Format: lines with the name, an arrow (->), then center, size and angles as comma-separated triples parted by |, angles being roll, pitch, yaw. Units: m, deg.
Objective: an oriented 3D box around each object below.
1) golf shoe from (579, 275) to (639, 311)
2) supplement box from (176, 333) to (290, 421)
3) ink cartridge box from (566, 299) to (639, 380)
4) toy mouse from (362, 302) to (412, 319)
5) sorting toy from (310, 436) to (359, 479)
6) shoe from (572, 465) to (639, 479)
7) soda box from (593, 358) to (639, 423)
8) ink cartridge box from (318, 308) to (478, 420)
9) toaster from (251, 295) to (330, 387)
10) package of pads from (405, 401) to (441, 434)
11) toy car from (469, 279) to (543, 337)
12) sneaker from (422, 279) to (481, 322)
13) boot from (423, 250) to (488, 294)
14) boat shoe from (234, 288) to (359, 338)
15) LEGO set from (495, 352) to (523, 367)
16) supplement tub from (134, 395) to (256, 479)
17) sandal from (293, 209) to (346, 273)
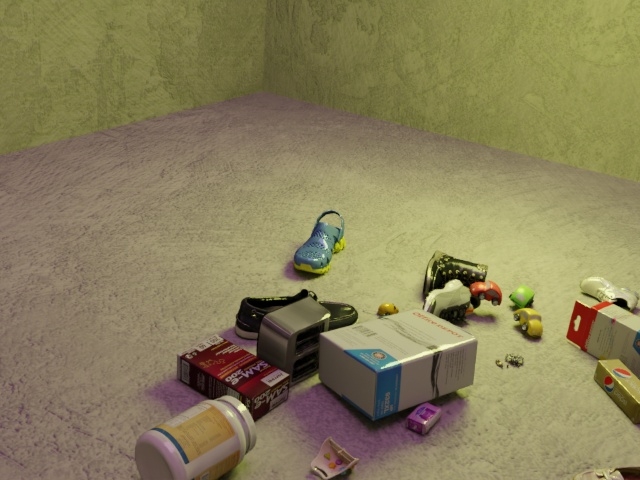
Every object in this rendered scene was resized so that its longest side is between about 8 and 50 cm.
golf shoe -> 0.877, 0.165, 2.179 | 0.176, 0.069, 0.086 | 17, 33, 27
supplement box -> -0.202, 0.312, 1.634 | 0.239, 0.073, 0.130 | 22, 29, 31
ink cartridge box -> 0.777, 0.252, 1.881 | 0.078, 0.134, 0.231 | -14, 31, -34
toy mouse -> 0.215, 0.214, 1.976 | 0.161, 0.031, 0.143 | -1, 25, -14
sorting toy -> 0.022, 0.447, 1.427 | 0.075, 0.045, 0.083 | -24, 37, -35
shoe -> 0.617, 0.482, 1.442 | 0.219, 0.058, 0.076 | 2, 25, -8
soda box -> 0.741, 0.363, 1.726 | 0.061, 0.058, 0.181 | 0, 25, -12
ink cartridge box -> 0.181, 0.280, 1.677 | 0.307, 0.129, 0.223 | -10, 20, -32
toaster -> -0.068, 0.241, 1.698 | 0.110, 0.168, 0.186 | 27, 32, 37
package of pads -> 0.231, 0.394, 1.587 | 0.050, 0.032, 0.083 | 16, 26, 32
toy car -> 0.570, 0.170, 2.066 | 0.239, 0.053, 0.225 | 37, 27, 22
sneaker -> 0.359, 0.188, 1.987 | 0.108, 0.100, 0.271 | 27, 32, 29
boot -> 0.415, 0.111, 2.179 | 0.179, 0.085, 0.236 | 14, 26, 14
boat shoe -> -0.056, 0.183, 1.891 | 0.340, 0.113, 0.127 | 0, 25, -11
LEGO set -> 0.493, 0.306, 1.840 | 0.083, 0.023, 0.054 | -17, 33, -39
supplement tub -> -0.235, 0.394, 1.363 | 0.144, 0.144, 0.200 | 24, 30, 35
sandal -> 0.000, 0.000, 2.277 | 0.126, 0.138, 0.317 | 13, 27, 11
